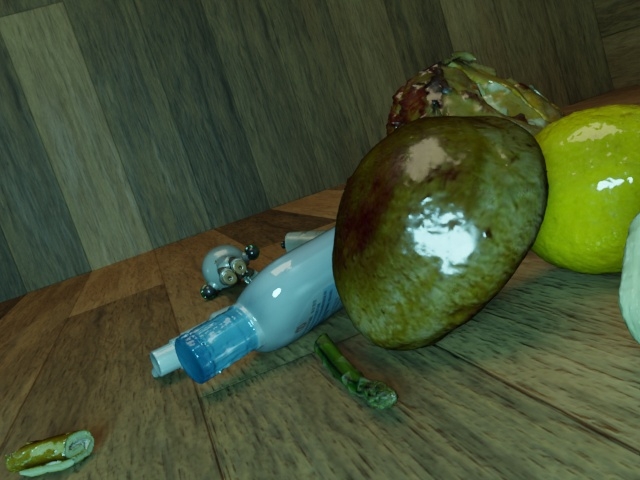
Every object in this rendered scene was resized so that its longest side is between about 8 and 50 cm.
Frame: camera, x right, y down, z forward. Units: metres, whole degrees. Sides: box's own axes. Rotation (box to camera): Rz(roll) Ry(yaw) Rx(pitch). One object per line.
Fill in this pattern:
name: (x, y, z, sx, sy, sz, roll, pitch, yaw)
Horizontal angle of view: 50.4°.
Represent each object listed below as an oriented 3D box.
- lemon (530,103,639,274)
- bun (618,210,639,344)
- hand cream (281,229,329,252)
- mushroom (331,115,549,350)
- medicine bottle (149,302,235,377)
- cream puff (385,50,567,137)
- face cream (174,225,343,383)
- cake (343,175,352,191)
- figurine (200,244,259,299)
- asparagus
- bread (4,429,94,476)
lemon: (0.318, -0.056, 0.763, 0.257, 0.188, 0.188, -11, 12, 34)
bun: (0.328, 0.007, 0.464, 0.229, 0.145, 0.229, -48, 26, 33)
hand cream: (0.000, 0.000, 1.495, 0.186, 0.054, 0.087, -8, 16, 20)
mushroom: (0.114, -0.008, 0.749, 0.195, 0.263, 0.283, 13, -32, 0)
medicine bottle: (-0.132, 0.129, 0.954, 0.221, 0.061, 0.092, -23, -14, -28)
cream puff: (0.252, -0.132, 1.088, 0.350, 0.350, 0.228, -29, -26, -52)
face cream: (-0.030, 0.069, 0.867, 0.337, 0.080, 0.163, -30, -25, -33)
cake: (0.138, -0.050, 1.176, 0.160, 0.158, 0.262, -18, 11, 8)
figurine: (-0.180, 0.061, 1.351, 0.147, 0.093, 0.197, -42, 22, -10)
asparagus: (0.030, 0.131, 0.681, 0.027, 0.034, 0.236, -2, 7, -16)
bread: (-0.286, 0.226, 0.721, 0.083, 0.036, 0.047, -16, 1, 20)
